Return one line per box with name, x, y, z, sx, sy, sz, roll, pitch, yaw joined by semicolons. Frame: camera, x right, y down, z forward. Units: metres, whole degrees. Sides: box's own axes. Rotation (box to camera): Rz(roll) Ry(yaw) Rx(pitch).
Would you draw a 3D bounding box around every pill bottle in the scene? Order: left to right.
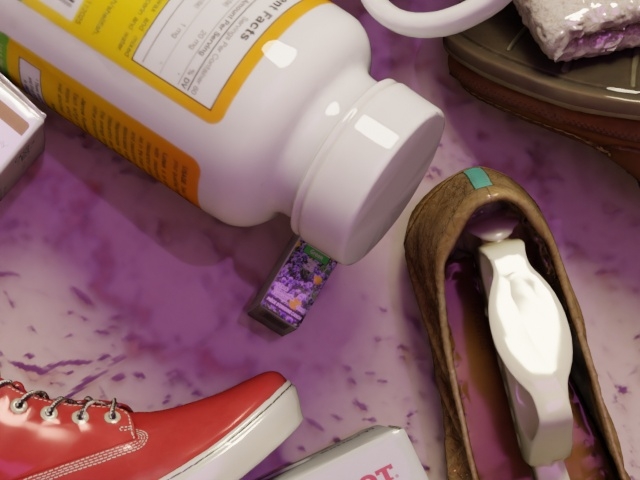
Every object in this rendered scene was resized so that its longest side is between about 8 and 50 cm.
pill bottle;-0.058;-0.093;1.098;0.245;0.136;0.136;34;79;14

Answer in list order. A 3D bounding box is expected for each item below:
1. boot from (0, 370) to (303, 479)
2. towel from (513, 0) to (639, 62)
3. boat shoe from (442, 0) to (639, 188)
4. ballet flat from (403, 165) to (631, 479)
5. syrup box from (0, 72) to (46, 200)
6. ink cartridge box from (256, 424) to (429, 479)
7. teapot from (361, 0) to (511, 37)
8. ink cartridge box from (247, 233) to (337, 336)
boot;-0.146;0.095;1.121;0.244;0.088;0.176;-28;87;-8
towel;0.233;-0.202;1.185;0.282;0.049;0.187;-14;49;-11
boat shoe;0.213;-0.066;1.162;0.307;0.104;0.111;17;45;22
ballet flat;0.130;0.120;1.139;0.116;0.124;0.342;-12;86;-5
syrup box;-0.263;-0.003;1.108;0.096;0.093;0.237;39;79;-2
ink cartridge box;0.020;0.228;1.126;0.153;0.087;0.208;-26;88;-7
teapot;-0.004;-0.250;1.118;0.252;0.256;0.187;32;98;-20
ink cartridge box;0.000;0.000;1.164;0.029;0.063;0.115;32;79;-4
